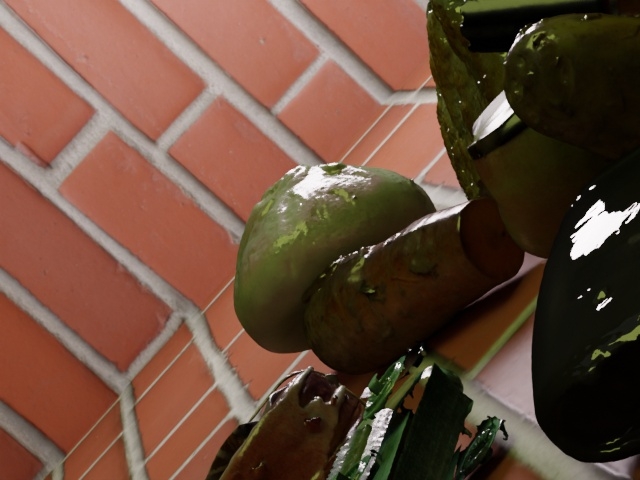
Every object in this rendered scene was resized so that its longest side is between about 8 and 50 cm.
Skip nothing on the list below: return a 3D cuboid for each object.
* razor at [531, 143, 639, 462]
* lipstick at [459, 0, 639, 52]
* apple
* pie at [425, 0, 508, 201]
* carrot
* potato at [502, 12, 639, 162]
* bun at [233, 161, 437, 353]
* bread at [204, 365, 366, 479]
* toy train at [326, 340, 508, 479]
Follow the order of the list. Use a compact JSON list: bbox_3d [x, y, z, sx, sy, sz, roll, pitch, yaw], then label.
[{"bbox_3d":[0.259,0.020,1.294,0.204,0.113,0.349,-39,12,30],"label":"razor"},{"bbox_3d":[0.323,-0.217,1.539,0.418,0.077,0.077,0,38,32],"label":"lipstick"},{"bbox_3d":[0.248,-0.086,1.626,0.188,0.173,0.207,-28,-33,4],"label":"apple"},{"bbox_3d":[0.188,-0.156,1.895,0.078,0.296,0.371,-19,8,-4],"label":"pie"},{"bbox_3d":[0.102,0.053,1.882,0.302,0.138,0.138,-29,20,44],"label":"carrot"},{"bbox_3d":[0.282,-0.128,1.468,0.149,0.251,0.113,104,175,-52],"label":"potato"},{"bbox_3d":[0.000,0.000,2.099,0.293,0.187,0.293,-28,-24,-14],"label":"bun"},{"bbox_3d":[-0.029,0.235,1.697,0.224,0.142,0.212,-51,-5,-21],"label":"bread"},{"bbox_3d":[0.046,0.217,1.406,0.189,0.126,0.307,-43,10,29],"label":"toy train"}]
